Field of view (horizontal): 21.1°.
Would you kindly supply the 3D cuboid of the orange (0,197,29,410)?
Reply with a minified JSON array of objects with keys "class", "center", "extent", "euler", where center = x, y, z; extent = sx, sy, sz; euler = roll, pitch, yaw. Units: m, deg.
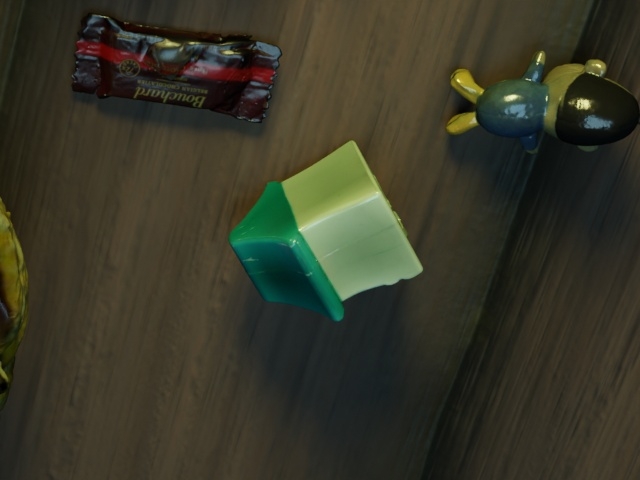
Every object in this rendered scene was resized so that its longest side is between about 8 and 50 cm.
[{"class":"orange","center":[-0.393,0.061,1.499],"extent":[0.271,0.210,0.368],"euler":[12,118,-7]}]

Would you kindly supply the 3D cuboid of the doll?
[{"class":"doll","center":[0.208,-0.123,1.571],"extent":[0.179,0.089,0.102],"euler":[10,119,12]}]

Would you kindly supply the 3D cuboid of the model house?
[{"class":"model house","center":[0.000,0.000,1.575],"extent":[0.149,0.127,0.100],"euler":[-27,119,3]}]

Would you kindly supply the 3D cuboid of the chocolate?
[{"class":"chocolate","center":[-0.129,-0.152,1.528],"extent":[0.182,0.028,0.086],"euler":[9,119,-15]}]
